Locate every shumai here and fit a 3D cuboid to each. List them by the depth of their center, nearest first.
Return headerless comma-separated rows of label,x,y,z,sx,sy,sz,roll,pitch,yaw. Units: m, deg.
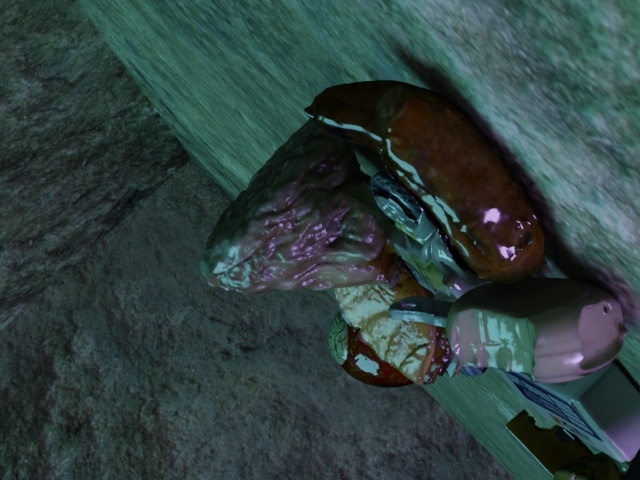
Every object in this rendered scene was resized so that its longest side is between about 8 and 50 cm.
shumai,0.000,0.000,1.493,0.262,0.314,0.267,44,162,-11

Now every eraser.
eraser,0.337,0.198,1.410,0.124,0.081,0.279,48,173,-17

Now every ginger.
ginger,0.134,-0.061,1.063,0.309,0.107,0.133,46,169,-20

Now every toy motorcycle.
toy motorcycle,0.194,0.043,1.313,0.223,0.108,0.341,30,164,43

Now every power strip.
power strip,0.431,0.327,1.771,0.029,0.038,0.111,44,174,14

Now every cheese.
cheese,0.192,0.091,1.146,0.286,0.163,0.082,3,107,43

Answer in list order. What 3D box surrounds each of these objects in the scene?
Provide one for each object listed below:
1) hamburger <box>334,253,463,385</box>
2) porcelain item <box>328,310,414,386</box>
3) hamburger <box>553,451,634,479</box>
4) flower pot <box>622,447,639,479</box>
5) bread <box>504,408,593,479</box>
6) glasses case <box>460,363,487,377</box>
hamburger,0.134,0.088,1.649,0.245,0.155,0.282,1,104,40
porcelain item,0.138,0.166,2.062,0.253,0.253,0.253,46,173,7
hamburger,0.498,0.444,1.627,0.285,0.134,0.265,50,175,-39
flower pot,0.417,0.279,1.103,0.235,0.148,0.235,45,173,7
bread,0.445,0.398,1.897,0.226,0.088,0.049,48,177,5
glasses case,0.235,0.160,1.859,0.125,0.076,0.327,42,173,29
